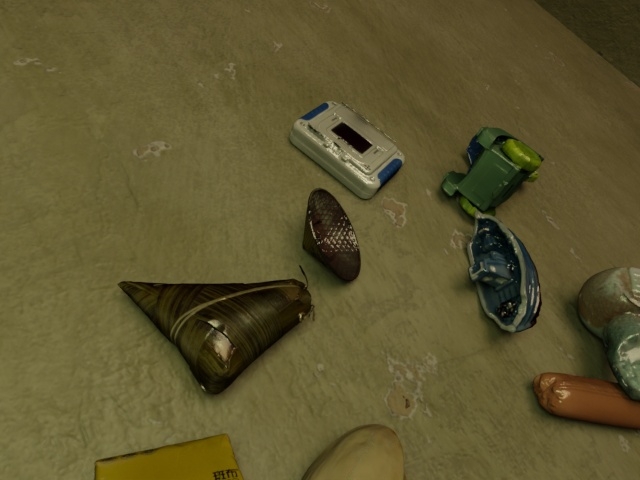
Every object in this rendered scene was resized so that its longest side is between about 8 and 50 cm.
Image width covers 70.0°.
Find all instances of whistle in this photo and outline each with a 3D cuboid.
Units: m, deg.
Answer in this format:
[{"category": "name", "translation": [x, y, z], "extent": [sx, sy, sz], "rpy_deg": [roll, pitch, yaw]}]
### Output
[{"category": "whistle", "translation": [0.648, 0.193, 0.964], "extent": [0.189, 0.189, 0.347], "rpy_deg": [26, 46, -3]}]

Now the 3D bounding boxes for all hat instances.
[{"category": "hat", "translation": [0.000, 0.000, 0.901], "extent": [0.193, 0.082, 0.192], "rpy_deg": [44, 34, -40]}]

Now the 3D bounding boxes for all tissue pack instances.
[{"category": "tissue pack", "translation": [-0.181, 0.309, 0.554], "extent": [0.170, 0.082, 0.120], "rpy_deg": [-1, 14, -24]}]

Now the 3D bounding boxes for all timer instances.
[{"category": "timer", "translation": [0.069, -0.227, 1.093], "extent": [0.253, 0.078, 0.178], "rpy_deg": [39, 51, 7]}]

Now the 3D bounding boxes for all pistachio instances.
[{"category": "pistachio", "translation": [0.040, 0.350, 0.621], "extent": [0.144, 0.143, 0.215], "rpy_deg": [41, 41, 10]}]

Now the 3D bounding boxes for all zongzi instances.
[{"category": "zongzi", "translation": [-0.155, 0.088, 0.752], "extent": [0.241, 0.111, 0.248], "rpy_deg": [41, 45, 17]}]

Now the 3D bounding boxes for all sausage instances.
[{"category": "sausage", "translation": [0.549, 0.314, 0.890], "extent": [0.290, 0.086, 0.086], "rpy_deg": [14, 51, -15]}]

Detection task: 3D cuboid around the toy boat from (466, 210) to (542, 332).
[{"category": "toy boat", "translation": [0.374, 0.058, 0.975], "extent": [0.143, 0.129, 0.308], "rpy_deg": [22, 47, -26]}]

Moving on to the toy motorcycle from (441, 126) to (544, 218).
[{"category": "toy motorcycle", "translation": [0.451, -0.198, 1.184], "extent": [0.200, 0.191, 0.327], "rpy_deg": [43, 36, 16]}]
